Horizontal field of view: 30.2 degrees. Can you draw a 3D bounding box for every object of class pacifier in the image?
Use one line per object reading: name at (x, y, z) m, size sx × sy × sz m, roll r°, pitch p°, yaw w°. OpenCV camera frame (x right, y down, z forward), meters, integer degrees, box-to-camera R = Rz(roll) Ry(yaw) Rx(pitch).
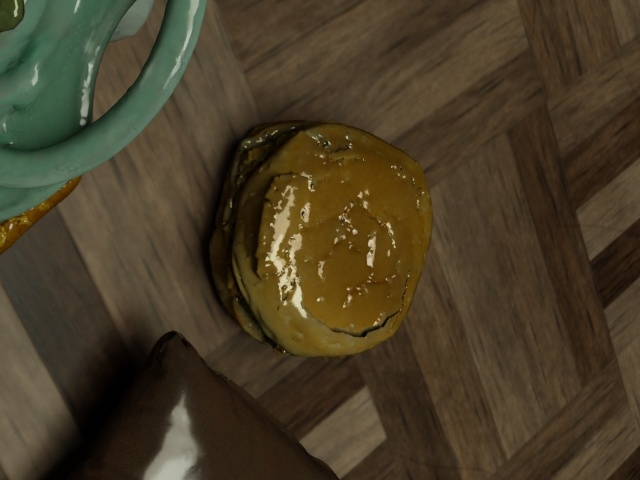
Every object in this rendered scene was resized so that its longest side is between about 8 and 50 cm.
pacifier at (-0.181, -0.169, 0.763) m, size 0.343 × 0.288 × 0.269 m, roll -59°, pitch 167°, yaw 17°

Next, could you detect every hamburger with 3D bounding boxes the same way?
hamburger at (0.001, 0.001, 1.020) m, size 0.214 × 0.108 × 0.214 m, roll -3°, pitch 95°, yaw -39°

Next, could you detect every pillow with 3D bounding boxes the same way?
pillow at (-0.114, 0.276, 0.970) m, size 0.308 × 0.108 × 0.305 m, roll 46°, pitch 71°, yaw -35°

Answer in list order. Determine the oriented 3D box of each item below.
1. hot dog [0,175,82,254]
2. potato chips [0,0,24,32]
hot dog at (-0.239, -0.026, 0.853) m, size 0.165 × 0.045 × 0.071 m, roll -43°, pitch 120°, yaw -24°
potato chips at (-0.267, -0.272, 0.596) m, size 0.373 × 0.097 × 0.389 m, roll -17°, pitch 69°, yaw -4°
